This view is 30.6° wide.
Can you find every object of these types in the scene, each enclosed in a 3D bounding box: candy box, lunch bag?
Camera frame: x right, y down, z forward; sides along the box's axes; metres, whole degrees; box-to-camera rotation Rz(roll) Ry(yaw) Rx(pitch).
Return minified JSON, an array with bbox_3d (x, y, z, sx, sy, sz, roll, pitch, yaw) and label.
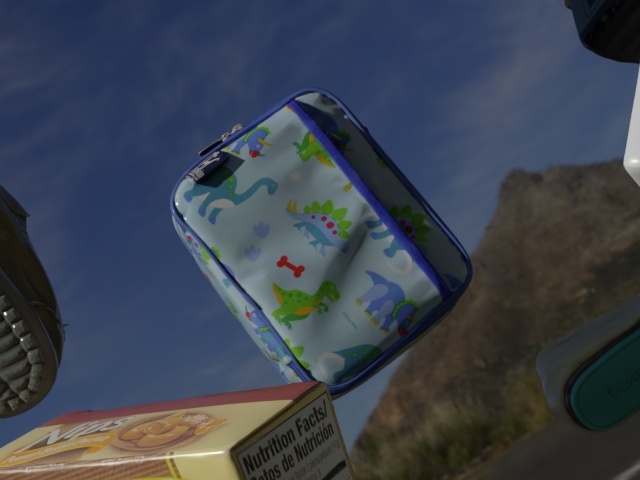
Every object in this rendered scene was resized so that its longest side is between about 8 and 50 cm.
[{"bbox_3d":[-0.044,0.239,0.595,0.183,0.316,0.087,-12,10,34],"label":"candy box"},{"bbox_3d":[0.000,0.000,0.921,0.176,0.219,0.090,-35,-8,-14],"label":"lunch bag"}]

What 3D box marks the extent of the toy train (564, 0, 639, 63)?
[{"bbox_3d":[0.252,-0.262,0.742,0.142,0.190,0.334,0,-26,-18],"label":"toy train"}]

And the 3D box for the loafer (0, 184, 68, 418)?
[{"bbox_3d":[-0.234,-0.011,0.708,0.094,0.251,0.087,-26,4,9],"label":"loafer"}]

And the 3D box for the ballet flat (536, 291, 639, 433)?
[{"bbox_3d":[0.264,0.050,0.838,0.248,0.086,0.086,-28,-12,-2],"label":"ballet flat"}]

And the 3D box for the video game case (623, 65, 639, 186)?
[{"bbox_3d":[0.191,-0.072,0.523,0.022,0.190,0.173,-4,-30,39],"label":"video game case"}]
